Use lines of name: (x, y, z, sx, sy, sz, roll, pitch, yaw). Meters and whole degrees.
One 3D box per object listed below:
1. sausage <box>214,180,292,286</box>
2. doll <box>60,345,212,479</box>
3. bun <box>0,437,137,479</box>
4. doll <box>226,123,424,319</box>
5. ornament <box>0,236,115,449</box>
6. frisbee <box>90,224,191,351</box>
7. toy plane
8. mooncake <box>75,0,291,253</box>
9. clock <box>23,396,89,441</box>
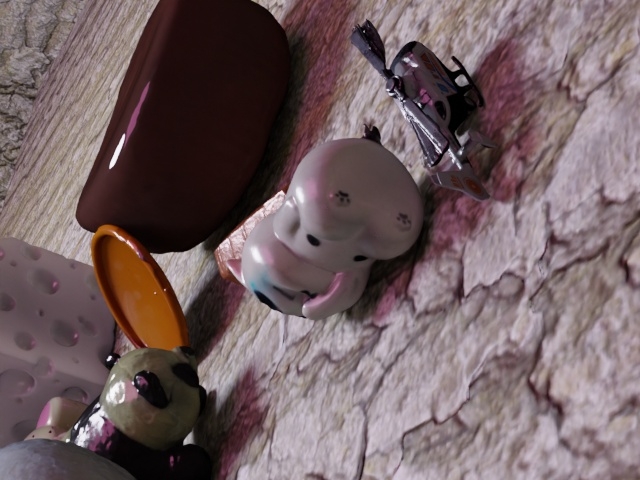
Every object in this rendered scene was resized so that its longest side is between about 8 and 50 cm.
sausage: (-0.041, -0.012, 1.046, 0.169, 0.065, 0.065, -37, 37, 49)
doll: (-0.187, 0.211, 1.082, 0.234, 0.135, 0.143, -55, 27, 20)
bun: (-0.224, 0.350, 0.911, 0.362, 0.211, 0.362, -36, 46, 50)
doll: (0.003, -0.002, 0.881, 0.181, 0.110, 0.107, -52, 26, 37)
ornament: (-0.457, 0.167, 1.577, 0.239, 0.239, 0.240, -54, 26, 31)
frisbee: (-0.200, 0.065, 1.239, 0.035, 0.192, 0.192, -29, 3, -31)
toy plane: (0.086, -0.097, 0.829, 0.053, 0.078, 0.197, -50, 43, 31)
mooncake: (-0.163, -0.136, 1.290, 0.334, 0.174, 0.326, -62, 20, 20)
clock: (-0.353, 0.363, 1.333, 0.284, 0.114, 0.309, -61, 23, 20)
